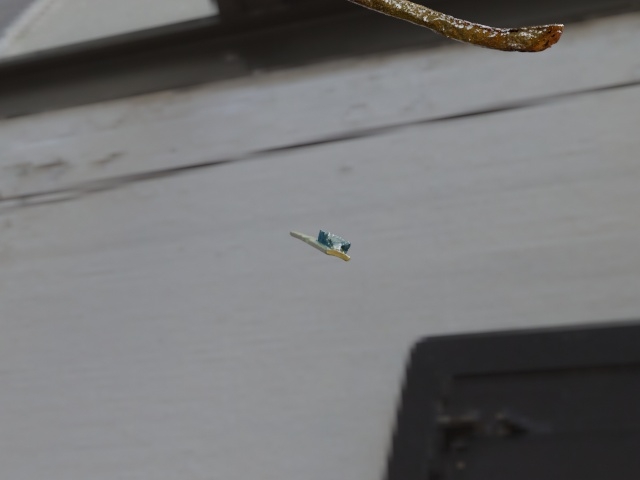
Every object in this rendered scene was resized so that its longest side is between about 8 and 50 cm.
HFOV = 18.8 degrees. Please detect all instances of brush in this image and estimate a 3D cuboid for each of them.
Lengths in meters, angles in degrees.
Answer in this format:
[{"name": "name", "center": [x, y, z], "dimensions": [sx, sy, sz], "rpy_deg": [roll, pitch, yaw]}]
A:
[{"name": "brush", "center": [0.000, 0.000, 1.151], "dimensions": [0.016, 0.083, 0.013], "rpy_deg": [18, 91, -18]}]

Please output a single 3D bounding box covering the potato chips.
[{"name": "potato chips", "center": [0.093, -0.182, 1.550], "dimensions": [0.026, 0.204, 0.037], "rpy_deg": [29, 78, -71]}]
